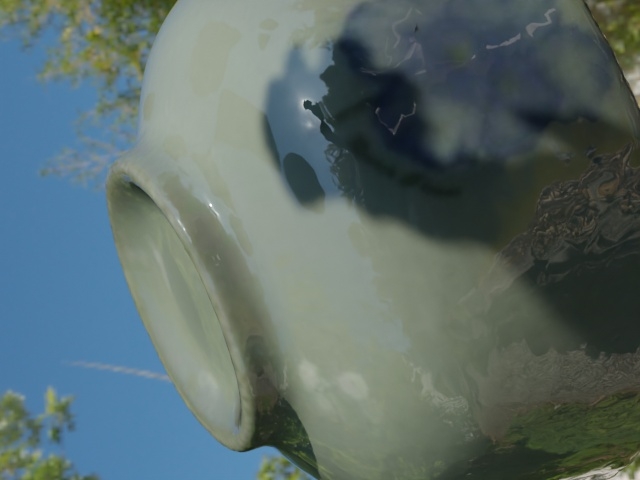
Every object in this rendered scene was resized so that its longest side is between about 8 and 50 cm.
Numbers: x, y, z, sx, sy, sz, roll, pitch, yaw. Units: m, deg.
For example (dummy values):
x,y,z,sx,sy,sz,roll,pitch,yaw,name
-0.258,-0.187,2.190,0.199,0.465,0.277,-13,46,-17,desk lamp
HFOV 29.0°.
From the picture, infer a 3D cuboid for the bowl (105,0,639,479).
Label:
x,y,z,sx,sy,sz,roll,pitch,yaw,name
0.000,0.000,0.526,0.289,0.146,0.289,47,150,39,bowl
